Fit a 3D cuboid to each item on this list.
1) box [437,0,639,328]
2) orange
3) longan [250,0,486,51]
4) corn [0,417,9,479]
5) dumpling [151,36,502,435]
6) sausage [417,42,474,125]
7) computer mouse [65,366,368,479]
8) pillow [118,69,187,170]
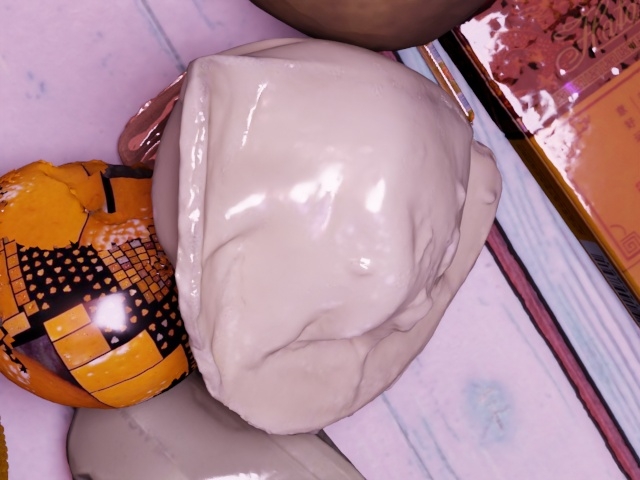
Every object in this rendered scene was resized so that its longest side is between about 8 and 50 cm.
[{"bbox_3d":[0.319,-0.100,1.635,0.264,0.116,0.415,-37,94,0],"label":"box"},{"bbox_3d":[-0.191,0.037,1.553,0.234,0.234,0.182,14,125,-4],"label":"orange"},{"bbox_3d":[0.035,-0.301,1.521,0.297,0.297,0.297,0,92,-4],"label":"longan"},{"bbox_3d":[-0.316,0.136,1.626,0.068,0.068,0.207,-11,90,-3],"label":"corn"},{"bbox_3d":[0.000,0.000,1.502,0.233,0.395,0.315,15,95,37],"label":"dumpling"},{"bbox_3d":[0.111,-0.146,1.668,0.015,0.015,0.100,-32,94,-2],"label":"sausage"},{"bbox_3d":[-0.047,0.268,1.613,0.228,0.145,0.429,-45,95,-3],"label":"computer mouse"},{"bbox_3d":[-0.074,-0.051,1.650,0.135,0.034,0.211,-39,93,-3],"label":"pillow"}]
